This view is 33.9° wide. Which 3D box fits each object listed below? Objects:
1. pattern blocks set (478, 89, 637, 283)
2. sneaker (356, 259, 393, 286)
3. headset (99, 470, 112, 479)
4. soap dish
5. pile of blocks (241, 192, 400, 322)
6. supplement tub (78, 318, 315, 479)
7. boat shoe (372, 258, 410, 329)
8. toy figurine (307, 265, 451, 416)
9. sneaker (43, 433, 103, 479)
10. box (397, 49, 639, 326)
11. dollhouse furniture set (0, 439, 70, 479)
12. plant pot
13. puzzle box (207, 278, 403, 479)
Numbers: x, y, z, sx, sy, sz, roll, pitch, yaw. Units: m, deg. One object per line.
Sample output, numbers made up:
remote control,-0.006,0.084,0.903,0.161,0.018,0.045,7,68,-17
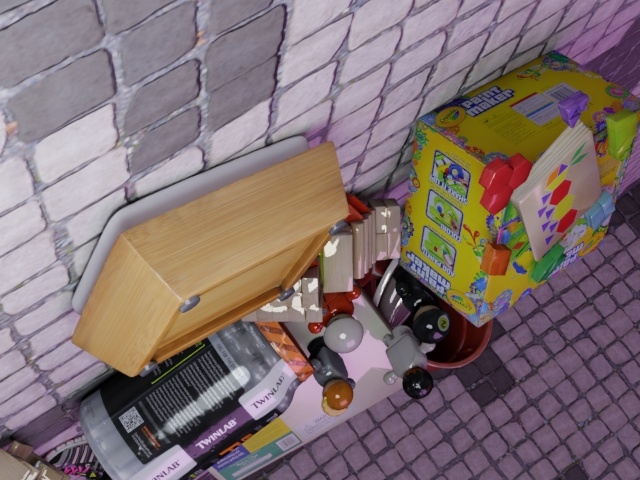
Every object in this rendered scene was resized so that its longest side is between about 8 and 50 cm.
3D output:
pattern blocks set,0.310,-0.066,1.375,0.285,0.026,0.325,-40,146,-14
sneaker,0.041,0.050,1.807,0.128,0.087,0.221,-24,175,28
headset,-0.384,0.580,2.081,0.394,0.185,0.243,64,41,-73
soap dish,-0.116,0.020,1.151,0.291,0.118,0.229,-28,164,-38
pile of blocks,0.000,0.000,1.473,0.362,0.149,0.113,-33,127,-57
supplement tub,-0.176,0.224,1.536,0.316,0.193,0.193,-36,167,-1
boat shoe,0.200,0.026,1.799,0.324,0.096,0.116,-56,160,-9
toy figurine,0.084,0.155,1.600,0.213,0.148,0.209,-5,128,-14
sneaker,-0.393,0.366,1.725,0.170,0.075,0.063,-23,161,-45
box,0.286,-0.077,1.526,0.290,0.177,0.279,-28,141,-31
dollhouse furniture set,-0.498,0.373,1.449,0.242,0.161,0.212,-57,171,-12
plant pot,0.148,0.159,2.057,0.272,0.272,0.265,-26,172,-38
puzzle box,-0.064,0.236,1.748,0.409,0.052,0.272,-31,130,8
